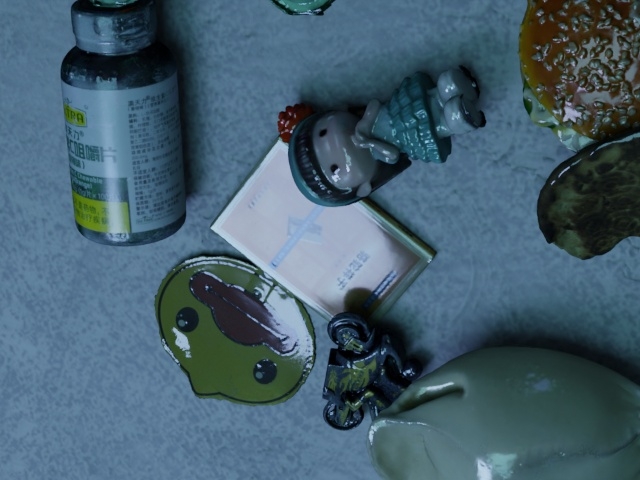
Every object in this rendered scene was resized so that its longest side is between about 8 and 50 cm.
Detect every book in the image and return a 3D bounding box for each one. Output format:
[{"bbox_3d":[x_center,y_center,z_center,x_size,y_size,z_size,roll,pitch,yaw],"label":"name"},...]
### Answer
[{"bbox_3d":[0.000,0.000,1.999,0.241,0.018,0.170,37,121,-3],"label":"book"}]

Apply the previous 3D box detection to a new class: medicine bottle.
[{"bbox_3d":[-0.240,-0.150,1.963,0.141,0.141,0.293,7,115,18],"label":"medicine bottle"}]

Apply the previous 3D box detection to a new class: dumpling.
[{"bbox_3d":[0.265,0.265,1.955,0.395,0.233,0.315,-7,143,10],"label":"dumpling"}]

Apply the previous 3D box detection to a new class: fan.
[{"bbox_3d":[-0.095,0.088,2.091,0.229,0.011,0.335,32,120,3],"label":"fan"}]

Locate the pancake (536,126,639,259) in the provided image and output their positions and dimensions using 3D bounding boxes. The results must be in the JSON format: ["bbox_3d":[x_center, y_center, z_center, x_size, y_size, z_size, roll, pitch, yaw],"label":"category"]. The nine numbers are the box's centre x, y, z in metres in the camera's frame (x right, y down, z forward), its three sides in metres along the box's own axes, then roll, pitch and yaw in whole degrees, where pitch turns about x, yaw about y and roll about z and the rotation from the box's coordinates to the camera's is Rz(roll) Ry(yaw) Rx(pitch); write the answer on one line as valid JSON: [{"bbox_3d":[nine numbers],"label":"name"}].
[{"bbox_3d":[0.383,-0.038,1.752,0.288,0.033,0.286,-15,143,17],"label":"pancake"}]

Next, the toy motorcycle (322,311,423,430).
[{"bbox_3d":[0.066,0.171,2.035,0.124,0.061,0.193,5,125,3],"label":"toy motorcycle"}]

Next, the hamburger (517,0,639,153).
[{"bbox_3d":[0.321,-0.199,1.716,0.237,0.147,0.237,6,114,15],"label":"hamburger"}]

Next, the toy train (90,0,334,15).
[{"bbox_3d":[-0.101,-0.398,1.782,0.442,0.179,0.272,6,109,21],"label":"toy train"}]

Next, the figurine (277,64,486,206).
[{"bbox_3d":[0.070,-0.128,1.875,0.245,0.110,0.138,-22,64,25],"label":"figurine"}]
